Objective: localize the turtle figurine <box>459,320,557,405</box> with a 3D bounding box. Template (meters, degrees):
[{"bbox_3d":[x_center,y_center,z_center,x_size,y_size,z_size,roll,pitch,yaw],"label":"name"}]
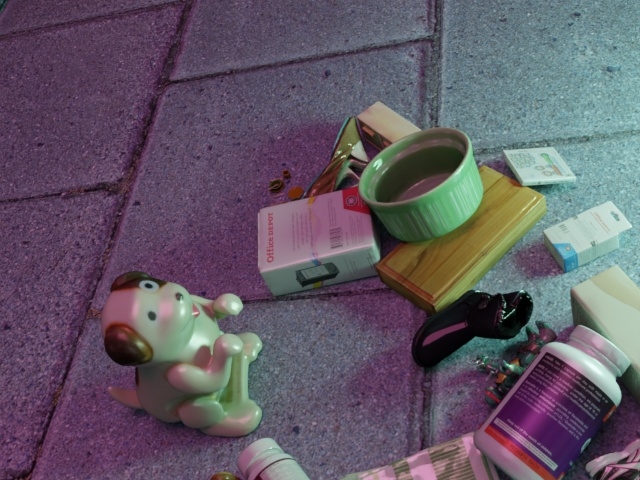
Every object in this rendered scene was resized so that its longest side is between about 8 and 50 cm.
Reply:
[{"bbox_3d":[0.408,0.278,1.786,0.234,0.118,0.175,-41,9,-17],"label":"turtle figurine"}]

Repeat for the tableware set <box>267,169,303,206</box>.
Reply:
[{"bbox_3d":[-0.102,-0.145,2.395,0.104,0.024,0.154,-15,47,8],"label":"tableware set"}]

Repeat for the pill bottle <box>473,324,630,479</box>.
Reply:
[{"bbox_3d":[0.464,0.332,1.627,0.323,0.181,0.181,-50,51,-4],"label":"pill bottle"}]

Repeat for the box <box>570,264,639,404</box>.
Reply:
[{"bbox_3d":[0.662,0.217,1.714,0.121,0.148,0.311,-27,49,-3],"label":"box"}]

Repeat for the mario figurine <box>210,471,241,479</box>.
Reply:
[{"bbox_3d":[-0.203,0.634,1.668,0.170,0.198,0.320,-15,42,-8],"label":"mario figurine"}]

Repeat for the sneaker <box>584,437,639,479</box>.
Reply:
[{"bbox_3d":[0.615,0.441,1.606,0.178,0.072,0.077,-28,59,8],"label":"sneaker"}]

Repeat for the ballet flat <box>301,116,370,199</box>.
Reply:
[{"bbox_3d":[0.065,-0.200,2.332,0.124,0.116,0.342,22,61,11],"label":"ballet flat"}]

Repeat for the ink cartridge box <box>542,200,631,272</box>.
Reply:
[{"bbox_3d":[0.640,-0.010,1.969,0.180,0.060,0.104,-24,46,1],"label":"ink cartridge box"}]

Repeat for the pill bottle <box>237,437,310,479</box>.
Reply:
[{"bbox_3d":[-0.080,0.532,1.748,0.121,0.121,0.221,-37,48,-11],"label":"pill bottle"}]

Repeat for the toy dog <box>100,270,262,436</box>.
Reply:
[{"bbox_3d":[-0.347,0.238,1.904,0.396,0.408,0.284,-6,49,16],"label":"toy dog"}]

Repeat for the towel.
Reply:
[{"bbox_3d":[0.215,0.544,1.683,0.325,0.038,0.247,-21,48,3],"label":"towel"}]

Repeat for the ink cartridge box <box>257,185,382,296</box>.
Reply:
[{"bbox_3d":[0.000,0.000,2.161,0.306,0.131,0.226,-13,49,12],"label":"ink cartridge box"}]

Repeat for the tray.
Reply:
[{"bbox_3d":[0.355,-0.005,2.068,0.411,0.076,0.203,-43,50,-15],"label":"tray"}]

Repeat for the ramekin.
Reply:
[{"bbox_3d":[0.261,-0.136,2.075,0.303,0.148,0.303,-22,33,16],"label":"ramekin"}]

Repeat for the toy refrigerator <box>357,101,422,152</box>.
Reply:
[{"bbox_3d":[0.221,-0.280,2.332,0.094,0.102,0.269,-37,49,-11],"label":"toy refrigerator"}]

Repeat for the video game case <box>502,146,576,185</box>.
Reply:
[{"bbox_3d":[0.566,-0.194,2.136,0.143,0.019,0.157,-4,37,-8],"label":"video game case"}]

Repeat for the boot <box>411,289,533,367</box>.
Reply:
[{"bbox_3d":[0.337,0.195,1.829,0.246,0.094,0.207,-39,12,-19],"label":"boot"}]
